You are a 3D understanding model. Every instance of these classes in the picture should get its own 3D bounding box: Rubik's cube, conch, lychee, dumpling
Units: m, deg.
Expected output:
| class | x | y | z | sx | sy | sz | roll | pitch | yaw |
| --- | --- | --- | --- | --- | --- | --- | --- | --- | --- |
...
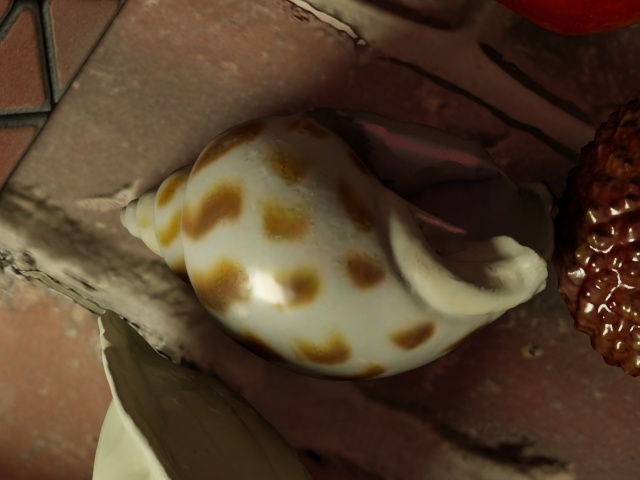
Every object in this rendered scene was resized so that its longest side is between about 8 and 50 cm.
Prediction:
| class | x | y | z | sx | sy | sz | roll | pitch | yaw |
| --- | --- | --- | --- | --- | --- | --- | --- | --- | --- |
| Rubik's cube | -0.230 | -0.191 | 0.703 | 0.233 | 0.228 | 0.228 | -32 | 129 | 26 |
| conch | 0.000 | 0.000 | 0.694 | 0.274 | 0.183 | 0.149 | 27 | 122 | 11 |
| lychee | 0.226 | -0.001 | 0.691 | 0.188 | 0.188 | 0.188 | 1 | 82 | -4 |
| dumpling | -0.072 | 0.151 | 0.646 | 0.131 | 0.179 | 0.252 | -21 | 85 | -3 |

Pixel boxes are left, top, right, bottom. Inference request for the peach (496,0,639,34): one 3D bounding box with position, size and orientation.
| class | x | y | z | sx | sy | sz | roll | pitch | yaw |
| --- | --- | --- | --- | --- | --- | --- | --- | --- | --- |
| peach | 0.184 | -0.250 | 0.699 | 0.243 | 0.243 | 0.200 | -16 | 54 | -6 |
